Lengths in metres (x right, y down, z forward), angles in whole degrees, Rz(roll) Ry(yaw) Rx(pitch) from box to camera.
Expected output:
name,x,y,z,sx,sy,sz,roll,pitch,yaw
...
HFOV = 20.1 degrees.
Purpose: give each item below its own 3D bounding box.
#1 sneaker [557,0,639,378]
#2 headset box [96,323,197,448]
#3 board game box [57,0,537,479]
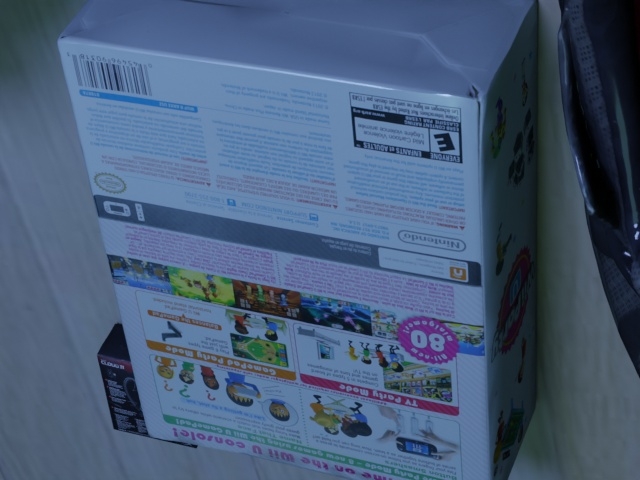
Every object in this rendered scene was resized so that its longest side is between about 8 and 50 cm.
name,x,y,z,sx,sy,sz,roll,pitch,yaw
sneaker,0.176,-0.007,0.741,0.185,0.202,0.483,-3,137,23
headset box,-0.109,0.093,1.182,0.062,0.032,0.083,10,134,17
board game box,0.000,0.000,0.990,0.224,0.097,0.303,11,134,18
